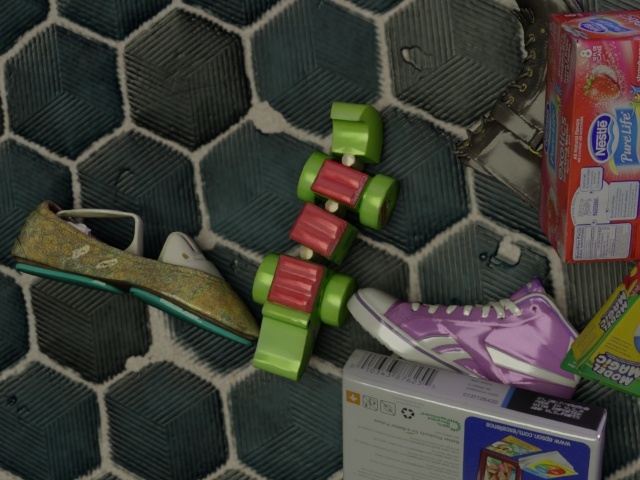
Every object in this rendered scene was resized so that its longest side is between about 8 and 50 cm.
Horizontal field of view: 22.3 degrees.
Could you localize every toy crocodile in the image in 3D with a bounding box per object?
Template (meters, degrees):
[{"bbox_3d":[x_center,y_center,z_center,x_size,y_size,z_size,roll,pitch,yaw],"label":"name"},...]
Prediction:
[{"bbox_3d":[0.000,0.000,1.935,0.115,0.105,0.340,22,89,17],"label":"toy crocodile"}]

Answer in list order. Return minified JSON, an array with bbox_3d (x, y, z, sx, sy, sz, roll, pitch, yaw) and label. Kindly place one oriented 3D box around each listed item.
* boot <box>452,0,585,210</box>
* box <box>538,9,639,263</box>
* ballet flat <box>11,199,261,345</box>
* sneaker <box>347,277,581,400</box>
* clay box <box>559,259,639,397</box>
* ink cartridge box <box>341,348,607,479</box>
[{"bbox_3d":[0.233,-0.179,1.870,0.263,0.091,0.229,44,104,10],"label":"boot"},{"bbox_3d":[0.317,-0.114,1.770,0.128,0.122,0.257,-3,113,-7],"label":"box"},{"bbox_3d":[-0.221,0.029,2.025,0.348,0.123,0.123,17,97,17],"label":"ballet flat"},{"bbox_3d":[0.181,0.093,1.901,0.282,0.102,0.161,29,98,5],"label":"sneaker"},{"bbox_3d":[0.376,0.096,1.795,0.127,0.053,0.222,21,121,-20],"label":"clay box"},{"bbox_3d":[0.173,0.292,1.895,0.303,0.072,0.307,12,129,17],"label":"ink cartridge box"}]
